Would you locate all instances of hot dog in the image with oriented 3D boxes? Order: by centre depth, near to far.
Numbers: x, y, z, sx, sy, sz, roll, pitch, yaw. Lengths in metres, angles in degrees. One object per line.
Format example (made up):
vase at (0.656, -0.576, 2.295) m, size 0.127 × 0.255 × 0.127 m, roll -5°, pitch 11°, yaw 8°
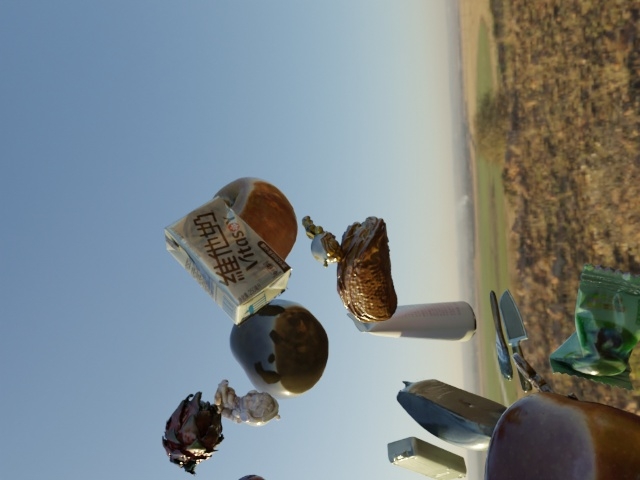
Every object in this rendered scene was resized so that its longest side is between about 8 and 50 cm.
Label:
hot dog at (0.117, 0.077, 1.370) m, size 0.196 × 0.122 × 0.272 m, roll -60°, pitch -34°, yaw -46°

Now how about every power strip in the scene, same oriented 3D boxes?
power strip at (0.315, 0.635, 1.602) m, size 0.338 × 0.098 × 0.058 m, roll 35°, pitch -143°, yaw -37°

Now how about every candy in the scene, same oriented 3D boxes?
candy at (0.862, 0.254, 1.654) m, size 0.172 × 0.263 × 0.397 m, roll -80°, pitch -5°, yaw -54°

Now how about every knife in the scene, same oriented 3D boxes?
knife at (0.613, 0.302, 1.727) m, size 0.027 × 0.061 × 0.342 m, roll 41°, pitch -145°, yaw -44°

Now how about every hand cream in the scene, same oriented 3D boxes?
hand cream at (0.268, 0.237, 1.610) m, size 0.185 × 0.359 × 0.117 m, roll -132°, pitch 43°, yaw -76°

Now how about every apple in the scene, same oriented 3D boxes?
apple at (0.394, 0.386, 0.830) m, size 0.288 × 0.288 × 0.316 m, roll 71°, pitch -144°, yaw -50°
apple at (-0.283, -0.058, 2.238) m, size 0.346 × 0.392 × 0.391 m, roll 45°, pitch -143°, yaw -34°

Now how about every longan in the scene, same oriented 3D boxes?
longan at (-0.159, 0.421, 2.174) m, size 0.336 × 0.405 × 0.404 m, roll -20°, pitch -74°, yaw -75°

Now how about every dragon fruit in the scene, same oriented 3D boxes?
dragon fruit at (-0.358, 0.543, 1.576) m, size 0.189 × 0.182 × 0.182 m, roll -42°, pitch -31°, yaw -11°

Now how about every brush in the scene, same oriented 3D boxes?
brush at (0.392, 0.205, 1.218) m, size 0.070 × 0.021 × 0.196 m, roll -40°, pitch -63°, yaw -84°

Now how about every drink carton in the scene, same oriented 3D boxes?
drink carton at (-0.258, 0.051, 1.554) m, size 0.194 × 0.324 × 0.132 m, roll -37°, pitch -19°, yaw -30°

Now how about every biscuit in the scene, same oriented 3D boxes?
biscuit at (0.490, 0.321, 1.262) m, size 0.124 × 0.026 × 0.175 m, roll 47°, pitch -174°, yaw -23°

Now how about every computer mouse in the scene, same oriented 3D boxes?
computer mouse at (0.376, 0.494, 1.566) m, size 0.188 × 0.371 × 0.121 m, roll -3°, pitch -75°, yaw -46°

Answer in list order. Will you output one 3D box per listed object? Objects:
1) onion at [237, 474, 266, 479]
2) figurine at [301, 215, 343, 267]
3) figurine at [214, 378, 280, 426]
onion at (-0.156, 0.586, 1.241) m, size 0.104 × 0.115 × 0.115 m, roll -38°, pitch 39°, yaw 49°
figurine at (-0.002, -0.003, 1.280) m, size 0.143 × 0.068 × 0.101 m, roll 55°, pitch 180°, yaw 16°
figurine at (-0.252, 0.575, 1.957) m, size 0.162 × 0.237 × 0.141 m, roll -54°, pitch -25°, yaw -70°
